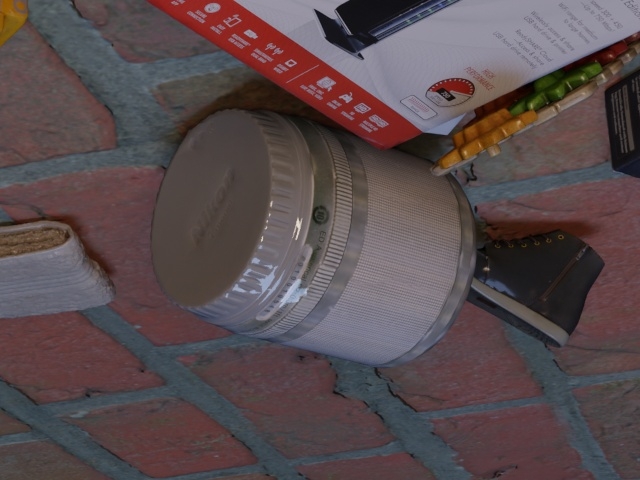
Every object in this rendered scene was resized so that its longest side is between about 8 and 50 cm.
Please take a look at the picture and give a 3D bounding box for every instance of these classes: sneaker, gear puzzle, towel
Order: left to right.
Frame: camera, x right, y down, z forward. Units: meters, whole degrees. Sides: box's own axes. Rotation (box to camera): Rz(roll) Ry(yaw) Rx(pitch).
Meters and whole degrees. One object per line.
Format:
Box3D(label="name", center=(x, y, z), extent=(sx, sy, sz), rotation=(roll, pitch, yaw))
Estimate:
Box3D(label="towel", center=(-0.387, 0.043, 2.057), extent=(0.282, 0.049, 0.187), rotation=(-8, 157, 8))
Box3D(label="sneaker", center=(0.206, 0.017, 2.054), extent=(0.222, 0.118, 0.083), rotation=(32, 168, -9))
Box3D(label="gear puzzle", center=(0.169, -0.120, 1.545), extent=(0.175, 0.044, 0.339), rotation=(-28, -175, 30))

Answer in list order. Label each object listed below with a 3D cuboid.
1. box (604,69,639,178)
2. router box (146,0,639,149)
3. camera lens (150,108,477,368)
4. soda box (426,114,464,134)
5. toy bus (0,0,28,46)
Box3D(label="box", center=(0.382, -0.117, 1.730), extent=(0.156, 0.093, 0.158), rotation=(13, 153, -32))
Box3D(label="router box", center=(0.072, -0.213, 1.332), extent=(0.301, 0.082, 0.335), rotation=(-25, 149, 27))
Box3D(label="camera lens", center=(0.000, 0.000, 1.790), extent=(0.274, 0.219, 0.219), rotation=(16, 150, -37))
Box3D(label="soda box", center=(0.118, -0.172, 1.602), extent=(0.074, 0.069, 0.216), rotation=(5, 154, -19))
Box3D(label="toy bus", center=(-0.375, -0.125, 1.569), extent=(0.108, 0.130, 0.333), rotation=(15, 151, -35))
